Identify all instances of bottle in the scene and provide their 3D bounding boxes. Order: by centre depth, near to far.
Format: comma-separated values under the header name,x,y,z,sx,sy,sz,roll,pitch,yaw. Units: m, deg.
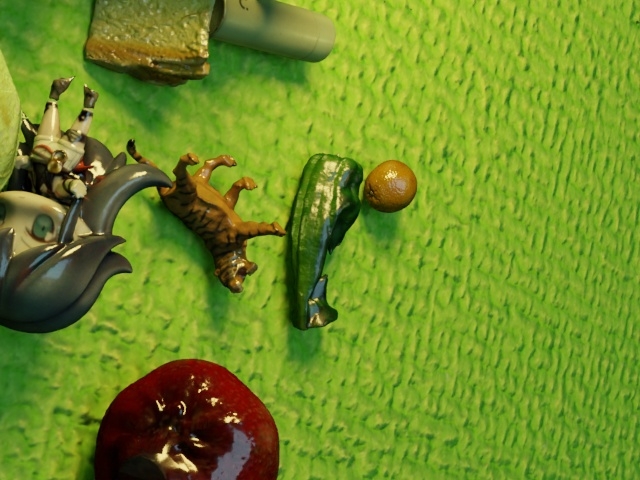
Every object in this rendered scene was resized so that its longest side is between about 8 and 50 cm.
name,x,y,z,sx,sy,sz,roll,pitch,yaw
bottle,-0.073,-0.285,1.730,0.201,0.072,0.072,5,87,-45

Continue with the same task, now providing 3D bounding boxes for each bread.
name,x,y,z,sx,sy,sz,roll,pitch,yaw
bread,-0.203,-0.266,1.589,0.152,0.127,0.147,7,85,-28

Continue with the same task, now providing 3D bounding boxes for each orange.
name,x,y,z,sx,sy,sz,roll,pitch,yaw
orange,0.101,-0.078,1.905,0.085,0.085,0.085,-1,92,-45

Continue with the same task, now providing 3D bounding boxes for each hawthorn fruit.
name,x,y,z,sx,sy,sz,roll,pitch,yaw
hawthorn fruit,-0.145,0.287,1.585,0.230,0.210,0.266,-59,139,-30

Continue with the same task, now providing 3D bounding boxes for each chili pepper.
name,x,y,z,sx,sy,sz,roll,pitch,yaw
chili pepper,0.001,0.000,1.808,0.099,0.083,0.253,14,84,-53

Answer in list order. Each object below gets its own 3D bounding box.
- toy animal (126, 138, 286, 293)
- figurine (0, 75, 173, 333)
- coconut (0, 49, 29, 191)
name,x,y,z,sx,sy,sz,roll,pitch,yaw
toy animal,-0.160,-0.055,1.648,0.116,0.114,0.255,-40,123,13
figurine,-0.296,-0.026,1.451,0.265,0.175,0.197,-55,131,-19
coconut,-0.423,-0.117,1.220,0.328,0.281,0.328,12,90,-87
